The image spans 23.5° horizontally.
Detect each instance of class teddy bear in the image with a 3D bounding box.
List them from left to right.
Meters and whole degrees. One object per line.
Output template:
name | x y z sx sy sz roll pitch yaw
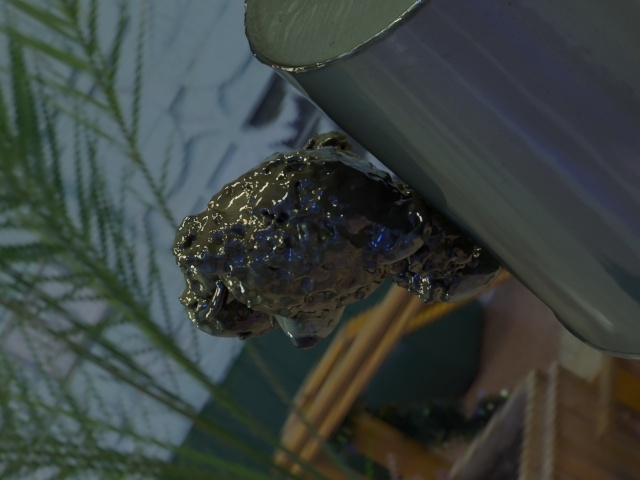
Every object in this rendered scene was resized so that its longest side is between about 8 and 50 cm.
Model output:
teddy bear | 0.000 0.000 1.167 0.256 0.267 0.156 -51 -48 -81

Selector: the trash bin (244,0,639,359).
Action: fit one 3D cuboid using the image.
trash bin | 0.180 -0.107 1.080 0.280 0.432 0.280 -31 40 31
